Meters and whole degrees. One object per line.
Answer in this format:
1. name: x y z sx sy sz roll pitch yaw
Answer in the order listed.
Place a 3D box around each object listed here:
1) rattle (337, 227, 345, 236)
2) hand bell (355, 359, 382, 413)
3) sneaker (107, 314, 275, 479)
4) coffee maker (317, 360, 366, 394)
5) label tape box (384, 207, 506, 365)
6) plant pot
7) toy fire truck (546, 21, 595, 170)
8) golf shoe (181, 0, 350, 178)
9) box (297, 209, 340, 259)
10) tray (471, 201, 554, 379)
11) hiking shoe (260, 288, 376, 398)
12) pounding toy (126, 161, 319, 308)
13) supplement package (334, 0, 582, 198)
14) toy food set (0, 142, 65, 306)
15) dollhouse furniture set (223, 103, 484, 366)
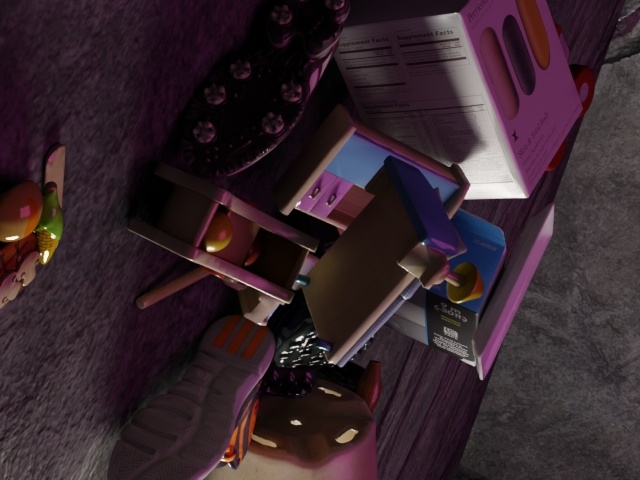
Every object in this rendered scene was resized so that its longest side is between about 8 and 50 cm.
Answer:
1. rattle: 0.014 -0.015 1.915 0.130 0.142 0.200 -51 125 -11
2. hand bell: 0.059 0.310 2.116 0.126 0.126 0.242 -3 106 -71
3. sneaker: -0.150 0.255 1.643 0.321 0.124 0.180 -50 157 -41
4. coffee maker: 0.005 0.293 2.177 0.171 0.120 0.178 -15 127 -68
5. label tape box: 0.153 0.045 2.043 0.115 0.249 0.348 -60 163 -18
6. plant pot: -0.041 0.375 1.881 0.334 0.333 0.306 -37 138 -57
7. toy fire truck: 0.369 -0.288 2.426 0.302 0.169 0.254 -60 144 -18
8. golf shoe: -0.051 -0.156 1.407 0.273 0.105 0.120 -56 168 -26
9. box: 0.000 0.000 1.773 0.029 0.116 0.162 -18 150 -10
10. tray: 0.291 0.075 2.017 0.270 0.030 0.145 -63 165 -14
11. hiking shoe: -0.021 0.107 1.739 0.304 0.113 0.132 -42 -134 54
12. pounding toy: -0.107 0.030 1.400 0.155 0.154 0.269 -64 163 -2
13. supplement package: 0.172 -0.212 1.647 0.199 0.198 0.263 -53 129 -38
14. toy food set: -0.263 0.012 1.102 0.192 0.038 0.132 -47 155 -46
15. dollhouse furniture set: 0.066 0.050 1.488 0.198 0.303 0.286 24 117 -33
